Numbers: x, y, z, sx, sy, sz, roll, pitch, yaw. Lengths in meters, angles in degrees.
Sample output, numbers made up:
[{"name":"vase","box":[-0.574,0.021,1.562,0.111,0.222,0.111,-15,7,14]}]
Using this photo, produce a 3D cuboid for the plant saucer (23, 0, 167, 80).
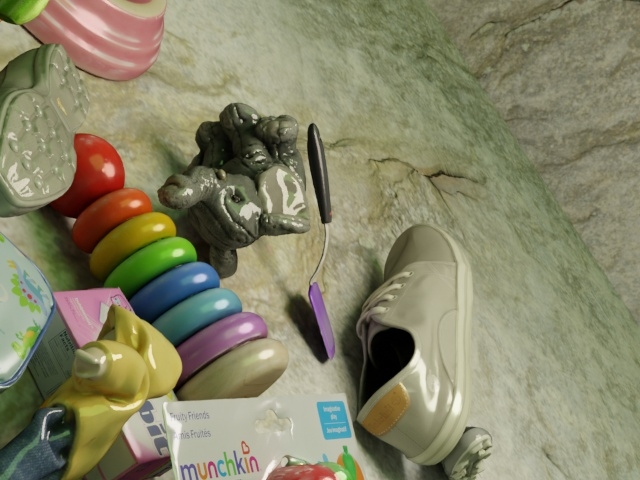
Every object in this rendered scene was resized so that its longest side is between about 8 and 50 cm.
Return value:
[{"name":"plant saucer","box":[-0.307,-0.357,1.695,0.332,0.084,0.332,42,26,-26]}]

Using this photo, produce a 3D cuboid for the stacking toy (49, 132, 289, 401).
[{"name":"stacking toy","box":[-0.175,0.029,1.378,0.330,0.141,0.141,55,22,14]}]

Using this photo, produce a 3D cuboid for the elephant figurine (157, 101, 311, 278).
[{"name":"elephant figurine","box":[-0.099,-0.039,1.598,0.186,0.169,0.239,15,36,-6]}]

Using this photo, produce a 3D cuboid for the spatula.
[{"name":"spatula","box":[0.000,0.000,1.707,0.084,0.030,0.296,-55,144,-80]}]

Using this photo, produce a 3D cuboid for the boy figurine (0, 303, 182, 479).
[{"name":"boy figurine","box":[-0.201,0.136,1.085,0.092,0.177,0.285,34,38,6]}]

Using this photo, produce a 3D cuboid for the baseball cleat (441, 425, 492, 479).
[{"name":"baseball cleat","box":[0.167,0.258,1.739,0.109,0.072,0.206,53,-13,19]}]

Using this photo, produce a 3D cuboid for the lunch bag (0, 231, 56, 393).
[{"name":"lunch bag","box":[-0.329,0.034,1.100,0.219,0.090,0.176,47,23,-18]}]

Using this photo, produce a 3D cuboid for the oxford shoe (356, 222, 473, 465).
[{"name":"oxford shoe","box":[0.113,0.107,1.799,0.130,0.169,0.449,27,32,-15]}]

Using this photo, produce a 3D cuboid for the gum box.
[{"name":"gum box","box":[-0.200,0.131,1.253,0.188,0.062,0.107,61,23,13]}]

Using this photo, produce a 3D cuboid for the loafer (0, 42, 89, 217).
[{"name":"loafer","box":[-0.296,-0.098,1.291,0.319,0.111,0.112,-93,157,-68]}]

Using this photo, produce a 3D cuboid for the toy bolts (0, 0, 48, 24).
[{"name":"toy bolts","box":[-0.425,-0.272,1.349,0.218,0.158,0.228,-53,124,-25]}]

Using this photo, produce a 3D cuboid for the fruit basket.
[{"name":"fruit basket","box":[0.000,0.307,1.214,0.327,0.165,0.353,10,68,-60]}]
